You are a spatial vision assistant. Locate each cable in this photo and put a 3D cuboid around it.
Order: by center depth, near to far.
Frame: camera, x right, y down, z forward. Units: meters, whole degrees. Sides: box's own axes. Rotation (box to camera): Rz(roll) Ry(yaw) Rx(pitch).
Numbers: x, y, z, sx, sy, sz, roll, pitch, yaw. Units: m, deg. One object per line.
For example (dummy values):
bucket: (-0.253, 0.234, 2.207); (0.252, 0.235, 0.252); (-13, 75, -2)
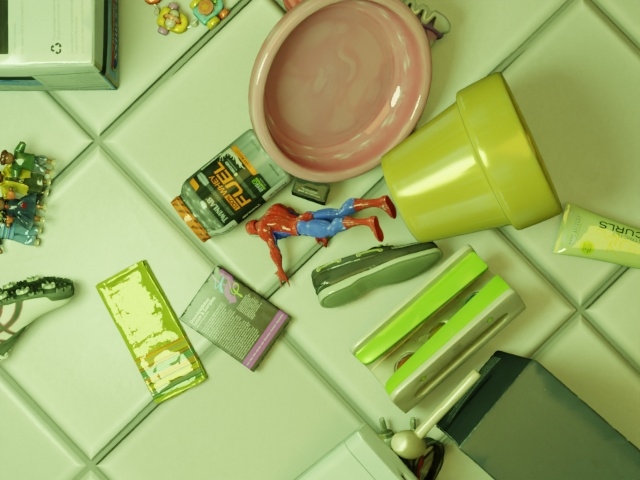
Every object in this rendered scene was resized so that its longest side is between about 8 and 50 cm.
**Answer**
cable: (0.147, 0.444, 1.847); (0.139, 0.072, 0.287); (-8, 100, -17)

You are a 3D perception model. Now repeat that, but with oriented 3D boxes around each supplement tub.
supplement tub: (-0.153, -0.090, 1.825); (0.190, 0.117, 0.117); (-40, 88, -1)

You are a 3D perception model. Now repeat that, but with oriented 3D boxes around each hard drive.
hard drive: (0.028, 0.484, 1.754); (0.233, 0.047, 0.353); (48, 118, 2)

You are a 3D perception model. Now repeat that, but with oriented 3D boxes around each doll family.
doll family: (-0.527, -0.072, 1.845); (0.111, 0.076, 0.193); (11, 82, -19)

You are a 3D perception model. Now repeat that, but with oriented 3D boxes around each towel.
towel: (-0.294, 0.159, 1.863); (0.102, 0.021, 0.237); (-28, 88, -2)

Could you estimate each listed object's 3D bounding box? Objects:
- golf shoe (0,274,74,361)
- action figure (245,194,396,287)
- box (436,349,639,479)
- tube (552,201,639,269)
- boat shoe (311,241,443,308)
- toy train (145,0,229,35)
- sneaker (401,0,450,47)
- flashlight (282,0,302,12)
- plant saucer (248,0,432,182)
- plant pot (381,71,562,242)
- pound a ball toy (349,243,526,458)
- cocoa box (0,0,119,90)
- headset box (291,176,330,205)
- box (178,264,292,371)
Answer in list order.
golf shoe: (-0.539, 0.139, 1.838); (0.272, 0.105, 0.120); (-17, 103, 5)
action figure: (0.000, 0.000, 1.812); (0.280, 0.091, 0.139); (0, 129, 33)
box: (0.382, 0.355, 1.707); (0.343, 0.312, 0.179); (41, 88, 1)
tube: (0.528, 0.011, 1.850); (0.240, 0.062, 0.070); (16, 47, 6)
boat shoe: (0.095, 0.042, 1.837); (0.227, 0.081, 0.069); (-21, 59, -3)
toy train: (-0.242, -0.425, 1.874); (0.166, 0.046, 0.125); (-3, 88, 0)
sneaker: (0.102, -0.386, 1.853); (0.236, 0.095, 0.105); (29, 96, 0)
flashlight: (-0.058, -0.426, 1.846); (0.103, 0.103, 0.304); (-33, 89, -5)
plant saucer: (0.025, -0.260, 1.766); (0.332, 0.084, 0.332); (-14, 121, -24)
plant pot: (0.240, -0.115, 1.773); (0.239, 0.254, 0.254); (-24, 88, 13)
pound a ball toy: (0.206, 0.195, 1.788); (0.319, 0.136, 0.208); (-42, 59, 1)
cocoa box: (-0.464, -0.434, 1.784); (0.231, 0.228, 0.347); (-1, 88, 0)
headset box: (-0.017, -0.086, 1.841); (0.062, 0.083, 0.032); (19, 87, 0)
box: (-0.147, 0.134, 1.860); (0.162, 0.029, 0.116); (36, 87, 0)
